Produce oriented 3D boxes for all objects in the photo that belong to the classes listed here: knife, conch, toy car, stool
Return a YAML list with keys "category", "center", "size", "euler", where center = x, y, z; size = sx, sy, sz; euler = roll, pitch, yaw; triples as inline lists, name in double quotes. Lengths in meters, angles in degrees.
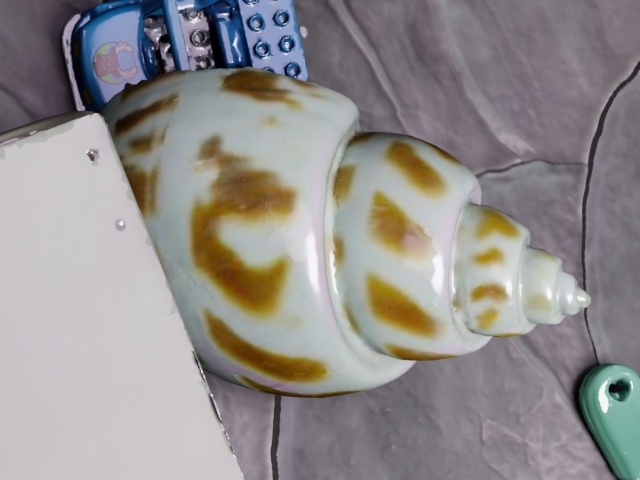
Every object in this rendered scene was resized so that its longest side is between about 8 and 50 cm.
- category: "knife"
  center: [0.284, 0.222, 1.361]
  size: [0.063, 0.034, 0.260]
  euler: [-25, 97, -23]
- category: "conch"
  center: [-0.001, 0.000, 1.181]
  size: [0.368, 0.197, 0.249]
  euler: [-8, 127, 3]
- category: "toy car"
  center: [-0.097, -0.146, 1.243]
  size: [0.191, 0.100, 0.097]
  euler: [-13, 91, -14]
- category: "stool"
  center: [-0.199, 0.075, 1.110]
  size: [0.170, 0.243, 0.269]
  euler: [-22, 90, -18]
